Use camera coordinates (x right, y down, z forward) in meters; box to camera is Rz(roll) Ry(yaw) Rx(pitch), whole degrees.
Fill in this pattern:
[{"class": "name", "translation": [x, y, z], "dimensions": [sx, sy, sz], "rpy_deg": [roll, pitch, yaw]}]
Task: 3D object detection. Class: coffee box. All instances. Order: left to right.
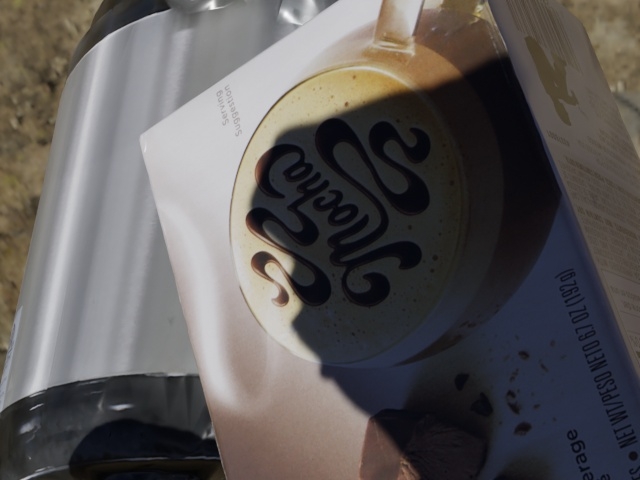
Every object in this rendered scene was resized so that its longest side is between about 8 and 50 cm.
[{"class": "coffee box", "translation": [0.057, 0.059, 0.514], "dimensions": [0.168, 0.119, 0.297], "rpy_deg": [-29, 63, 27]}]

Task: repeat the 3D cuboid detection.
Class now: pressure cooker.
[{"class": "pressure cooker", "translation": [-0.006, -0.002, 0.885], "dimensions": [0.369, 0.375, 0.421], "rpy_deg": [-16, 56, 36]}]
